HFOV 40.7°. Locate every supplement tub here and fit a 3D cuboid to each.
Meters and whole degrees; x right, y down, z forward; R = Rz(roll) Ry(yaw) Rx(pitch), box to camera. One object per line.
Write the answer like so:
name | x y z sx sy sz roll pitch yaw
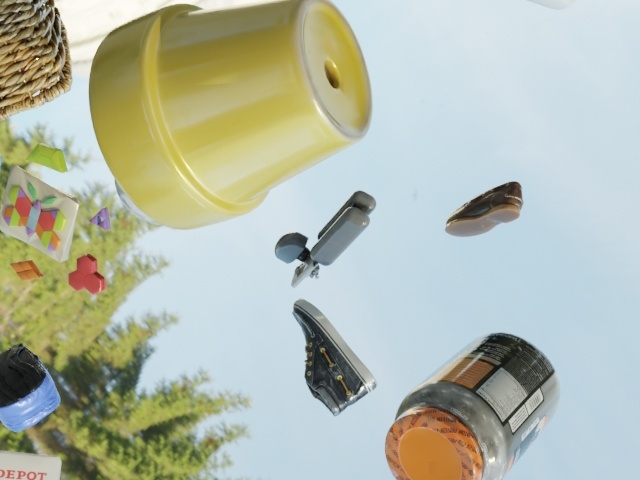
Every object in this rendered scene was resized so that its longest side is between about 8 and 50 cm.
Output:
supplement tub | 0.246 0.286 1.394 0.194 0.193 0.316 5 -162 35

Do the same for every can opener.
can opener | 0.000 0.000 1.473 0.280 0.093 0.074 -41 -157 53

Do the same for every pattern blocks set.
pattern blocks set | -0.550 -0.048 1.684 0.325 0.285 0.026 14 -163 20

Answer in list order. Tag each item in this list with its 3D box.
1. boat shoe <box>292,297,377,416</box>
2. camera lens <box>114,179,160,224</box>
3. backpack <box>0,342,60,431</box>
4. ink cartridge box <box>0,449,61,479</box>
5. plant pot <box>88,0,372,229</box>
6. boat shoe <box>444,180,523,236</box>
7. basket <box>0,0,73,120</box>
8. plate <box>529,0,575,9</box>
boat shoe | -0.003 0.172 1.286 0.083 0.065 0.183 -36 -114 -13
camera lens | -0.331 -0.171 1.936 0.219 0.219 0.274 -56 -170 -30
backpack | -0.432 0.220 1.252 0.098 0.101 0.120 -39 -142 -25
ink cartridge box | -0.428 0.362 1.006 0.168 0.171 0.232 -17 -118 47
plant pot | -0.082 -0.156 0.962 0.239 0.254 0.254 -12 -139 28
boat shoe | 0.335 -0.062 1.763 0.207 0.073 0.073 -22 -128 52
basket | -0.548 -0.296 1.344 0.299 0.223 0.213 -22 -159 2
plate | 0.289 -0.417 1.025 0.277 0.278 0.045 -1 -145 -41
